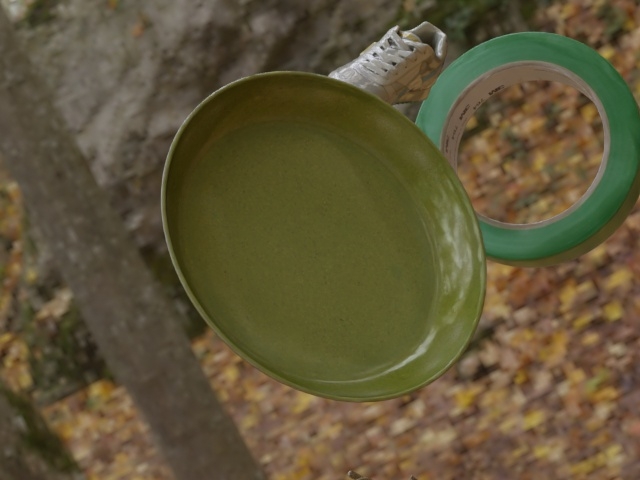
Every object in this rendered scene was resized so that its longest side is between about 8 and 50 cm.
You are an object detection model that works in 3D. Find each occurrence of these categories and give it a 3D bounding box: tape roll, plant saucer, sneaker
[{"bbox_3d":[0.289,-0.124,2.185,0.321,0.321,0.077,-27,-18,12],"label":"tape roll"},{"bbox_3d":[0.000,0.000,1.055,0.241,0.241,0.037,-26,-11,-36],"label":"plant saucer"},{"bbox_3d":[0.078,-0.210,1.917,0.229,0.087,0.092,-31,-29,-56],"label":"sneaker"}]

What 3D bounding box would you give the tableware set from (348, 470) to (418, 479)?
[{"bbox_3d":[0.067,0.335,1.737,0.141,0.168,0.020,26,-18,-34],"label":"tableware set"}]
